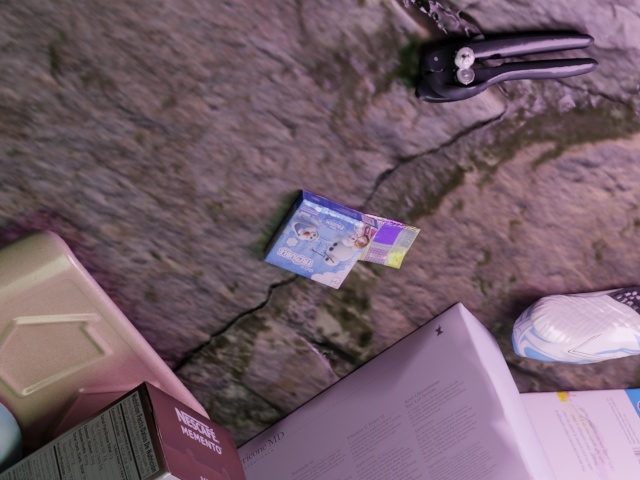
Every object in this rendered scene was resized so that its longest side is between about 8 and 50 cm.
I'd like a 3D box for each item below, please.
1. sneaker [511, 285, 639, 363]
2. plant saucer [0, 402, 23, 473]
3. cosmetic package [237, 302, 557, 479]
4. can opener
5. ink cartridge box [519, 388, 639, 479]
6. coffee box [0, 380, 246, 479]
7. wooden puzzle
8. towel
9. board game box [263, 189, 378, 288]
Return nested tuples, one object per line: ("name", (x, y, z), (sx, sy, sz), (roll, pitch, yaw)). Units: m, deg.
("sneaker", (0.331, 0.103, 1.641), (0.237, 0.085, 0.086), (2, 156, -23))
("plant saucer", (-0.407, 0.227, 1.453), (0.195, 0.037, 0.195), (-7, 128, -9))
("cosmetic package", (0.065, 0.284, 1.573), (0.377, 0.284, 0.097), (-35, 132, 15))
("can opener", (0.182, -0.176, 1.368), (0.186, 0.073, 0.059), (-13, 94, -9))
("ink cartridge box", (0.323, 0.302, 1.741), (0.233, 0.171, 0.168), (0, 130, -16))
("coffee box", (-0.240, 0.293, 1.470), (0.297, 0.119, 0.168), (-33, 141, 12))
("wooden puzzle", (-0.330, 0.163, 1.497), (0.322, 0.080, 0.348), (-27, 128, 7))
("towel", (0.061, 0.001, 1.509), (0.083, 0.009, 0.060), (13, 125, -25))
("board game box", (0.000, 0.000, 1.475), (0.090, 0.020, 0.090), (21, 123, -20))
